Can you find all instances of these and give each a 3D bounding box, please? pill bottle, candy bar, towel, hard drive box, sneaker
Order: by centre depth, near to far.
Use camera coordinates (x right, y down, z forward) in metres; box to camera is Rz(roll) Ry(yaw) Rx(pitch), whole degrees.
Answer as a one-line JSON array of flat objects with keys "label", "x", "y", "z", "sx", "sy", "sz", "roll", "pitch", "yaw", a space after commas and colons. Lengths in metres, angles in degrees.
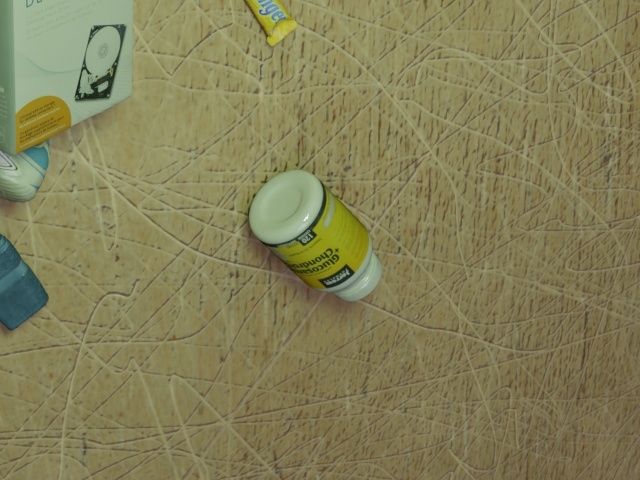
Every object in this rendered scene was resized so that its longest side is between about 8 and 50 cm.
[{"label": "hard drive box", "x": -0.276, "y": -0.228, "z": 1.614, "sx": 0.181, "sy": 0.089, "sz": 0.232, "roll": -35, "pitch": 140, "yaw": -44}, {"label": "sneaker", "x": -0.386, "y": -0.118, "z": 1.679, "sx": 0.237, "sy": 0.085, "sz": 0.086, "roll": 28, "pitch": 63, "yaw": -35}, {"label": "candy bar", "x": -0.074, "y": -0.281, "z": 1.806, "sx": 0.040, "sy": 0.018, "sz": 0.161, "roll": -40, "pitch": 135, "yaw": -4}, {"label": "towel", "x": -0.359, "y": 0.045, "z": 1.836, "sx": 0.067, "sy": 0.029, "sz": 0.119, "roll": -36, "pitch": 133, "yaw": -8}, {"label": "pill bottle", "x": 0.000, "y": 0.000, "z": 1.996, "sx": 0.103, "sy": 0.103, "sz": 0.184, "roll": -45, "pitch": 134, "yaw": 1}]
